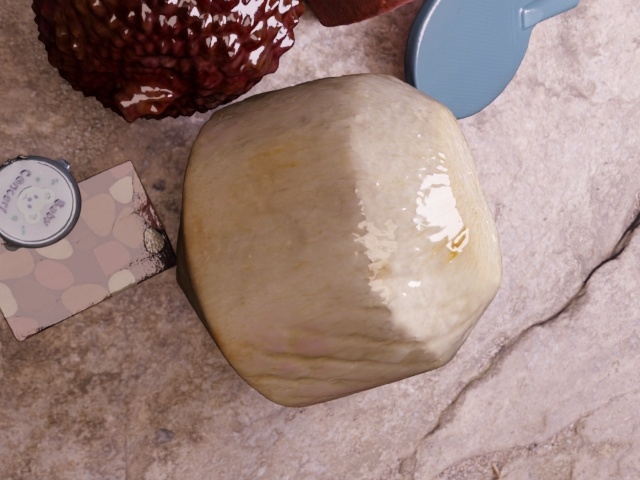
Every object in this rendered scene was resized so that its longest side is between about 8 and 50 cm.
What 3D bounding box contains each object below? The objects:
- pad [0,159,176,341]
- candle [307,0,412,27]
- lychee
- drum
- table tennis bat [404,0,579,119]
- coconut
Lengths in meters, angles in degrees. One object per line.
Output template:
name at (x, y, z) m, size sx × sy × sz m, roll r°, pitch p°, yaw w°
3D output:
pad at (-0.321, 0.013, 1.077) m, size 0.235 × 0.003 × 0.158 m, roll -27°, pitch 103°, yaw -14°
candle at (0.100, -0.362, 1.051) m, size 0.287 × 0.317 × 0.131 m, roll -23°, pitch 110°, yaw 27°
lychee at (-0.174, -0.284, 0.943) m, size 0.306 × 0.306 × 0.330 m, roll 13°, pitch 73°, yaw -18°
drum at (-0.404, -0.098, 1.017) m, size 0.130 × 0.049 × 0.253 m, roll -45°, pitch 102°, yaw -10°
table tennis bat at (0.246, -0.297, 1.172) m, size 0.329 × 0.044 × 0.215 m, roll -31°, pitch 128°, yaw -24°
coconut at (0.000, 0.000, 1.012) m, size 0.416 × 0.345 × 0.414 m, roll 1°, pitch 92°, yaw 24°
